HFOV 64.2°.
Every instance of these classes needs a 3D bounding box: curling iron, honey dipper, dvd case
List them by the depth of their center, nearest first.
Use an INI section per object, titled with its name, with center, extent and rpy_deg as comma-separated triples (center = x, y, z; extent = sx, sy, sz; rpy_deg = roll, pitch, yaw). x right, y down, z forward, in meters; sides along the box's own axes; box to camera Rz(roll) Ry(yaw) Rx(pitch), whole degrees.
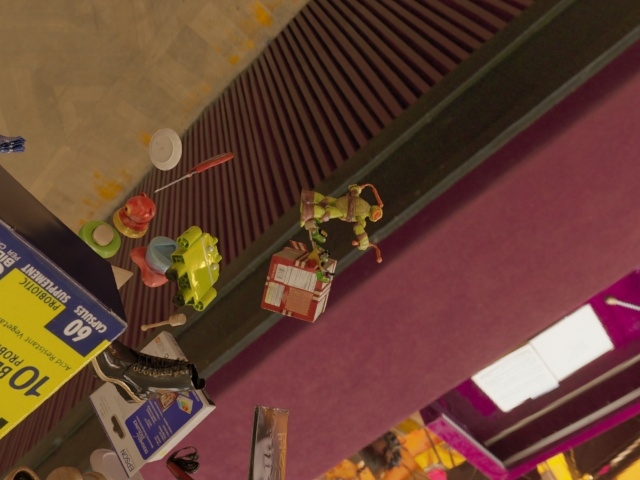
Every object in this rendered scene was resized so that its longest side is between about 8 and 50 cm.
[curling iron]
center = -0.231, 0.485, 1.007
extent = 0.068, 0.274, 0.035
rpy_deg = -25, 113, -31
[dvd case]
center = -0.109, 0.471, 1.084
extent = 0.018, 0.221, 0.164
rpy_deg = -4, 159, 18
[honey dipper]
center = -0.443, 0.230, 1.421
extent = 0.161, 0.030, 0.030
rpy_deg = -15, 131, 27

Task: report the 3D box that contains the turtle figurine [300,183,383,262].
[turtle figurine]
center = 0.061, -0.066, 1.237
extent = 0.217, 0.269, 0.087
rpy_deg = 4, 139, -6

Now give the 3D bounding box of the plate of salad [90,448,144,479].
[plate of salad]
center = -0.607, 0.700, 1.519
extent = 0.048, 0.200, 0.200
rpy_deg = -49, 124, -4

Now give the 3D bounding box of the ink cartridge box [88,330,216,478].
[ink cartridge box]
center = -0.511, 0.488, 1.544
extent = 0.307, 0.303, 0.072
rpy_deg = -43, 151, 0

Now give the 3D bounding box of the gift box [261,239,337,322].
[gift box]
center = -0.095, 0.153, 2.044
extent = 0.276, 0.258, 0.255
rpy_deg = 20, 99, 9

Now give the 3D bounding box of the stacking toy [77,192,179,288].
[stacking toy]
center = -0.597, -0.001, 1.653
extent = 0.130, 0.279, 0.309
rpy_deg = -40, 83, 29

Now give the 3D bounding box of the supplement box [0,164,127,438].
[supplement box]
center = -0.426, 0.116, 0.559
extent = 0.356, 0.195, 0.194
rpy_deg = -42, 123, -7

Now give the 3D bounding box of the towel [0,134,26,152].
[towel]
center = -0.904, -0.229, 1.177
extent = 0.336, 0.243, 0.040
rpy_deg = -20, 120, -56

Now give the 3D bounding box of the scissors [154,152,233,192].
[scissors]
center = -0.380, -0.199, 1.503
extent = 0.297, 0.109, 0.021
rpy_deg = -36, 116, -34

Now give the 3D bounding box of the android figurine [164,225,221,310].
[android figurine]
center = -0.370, 0.080, 1.533
extent = 0.056, 0.273, 0.248
rpy_deg = -1, 112, 17

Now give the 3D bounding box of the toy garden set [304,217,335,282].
[toy garden set]
center = 0.000, 0.000, 1.580
extent = 0.049, 0.244, 0.204
rpy_deg = -9, 168, 12

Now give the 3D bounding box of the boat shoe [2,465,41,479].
[boat shoe]
center = -0.574, 0.628, 1.022
extent = 0.110, 0.341, 0.122
rpy_deg = -45, 159, 28

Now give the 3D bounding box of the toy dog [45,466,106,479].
[toy dog]
center = -0.578, 0.704, 1.203
extent = 0.161, 0.220, 0.333
rpy_deg = 7, 87, 14

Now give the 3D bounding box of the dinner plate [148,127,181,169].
[dinner plate]
center = -0.528, -0.308, 1.720
extent = 0.141, 0.141, 0.017
rpy_deg = -45, 164, 19

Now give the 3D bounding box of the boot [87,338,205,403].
[boot]
center = -0.291, 0.205, 0.862
extent = 0.137, 0.077, 0.198
rpy_deg = -9, 142, 7
